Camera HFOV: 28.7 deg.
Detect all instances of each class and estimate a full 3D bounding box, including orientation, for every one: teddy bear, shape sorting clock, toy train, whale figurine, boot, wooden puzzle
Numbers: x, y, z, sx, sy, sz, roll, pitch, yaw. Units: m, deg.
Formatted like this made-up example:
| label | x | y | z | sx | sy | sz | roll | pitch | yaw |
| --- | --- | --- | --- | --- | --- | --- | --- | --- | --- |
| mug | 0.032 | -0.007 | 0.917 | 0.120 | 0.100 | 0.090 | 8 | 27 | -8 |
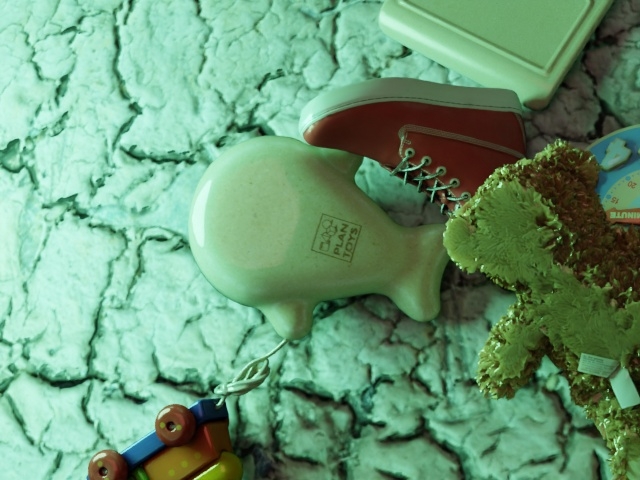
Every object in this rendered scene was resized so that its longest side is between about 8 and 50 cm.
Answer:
| label | x | y | z | sx | sy | sz | roll | pitch | yaw |
| --- | --- | --- | --- | --- | --- | --- | --- | --- | --- |
| teddy bear | 0.262 | 0.074 | 1.147 | 0.338 | 0.113 | 0.245 | 36 | 110 | 12 |
| shape sorting clock | 0.324 | -0.021 | 1.210 | 0.206 | 0.040 | 0.206 | -6 | 72 | 18 |
| toy train | -0.099 | 0.223 | 1.246 | 0.248 | 0.105 | 0.143 | -34 | 76 | 13 |
| whale figurine | 0.000 | 0.000 | 1.287 | 0.272 | 0.141 | 0.216 | 16 | 83 | -1 |
| boot | 0.103 | -0.062 | 1.223 | 0.244 | 0.088 | 0.176 | 0 | 71 | -22 |
| wooden puzzle | 0.209 | -0.281 | 1.337 | 0.221 | 0.044 | 0.239 | 32 | 90 | 25 |
